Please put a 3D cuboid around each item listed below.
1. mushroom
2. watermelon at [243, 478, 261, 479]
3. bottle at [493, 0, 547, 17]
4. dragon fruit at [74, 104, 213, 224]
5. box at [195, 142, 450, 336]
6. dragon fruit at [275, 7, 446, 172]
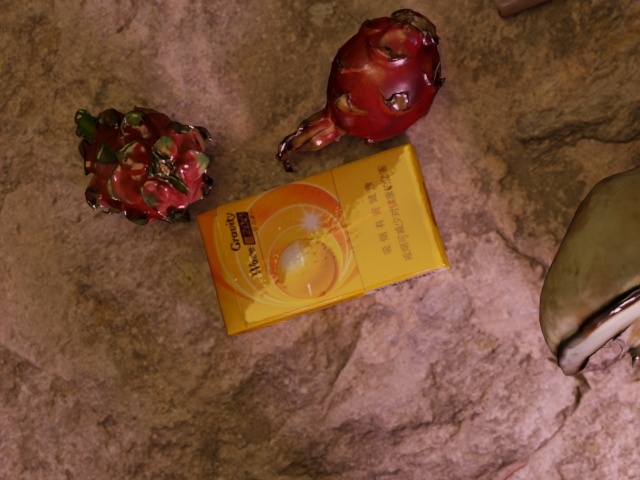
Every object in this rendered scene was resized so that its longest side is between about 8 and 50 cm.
[{"bbox_3d":[0.331,0.009,1.576,0.267,0.189,0.164,-33,60,12],"label":"mushroom"},{"bbox_3d":[-0.048,0.354,1.709,0.180,0.081,0.094,34,118,24],"label":"watermelon"},{"bbox_3d":[0.242,-0.287,1.719,0.096,0.045,0.045,-18,77,11],"label":"bottle"},{"bbox_3d":[-0.223,-0.091,1.793,0.236,0.135,0.137,13,85,39],"label":"dragon fruit"},{"bbox_3d":[0.000,0.000,1.749,0.269,0.043,0.152,-19,77,12],"label":"box"},{"bbox_3d":[0.040,-0.160,1.726,0.246,0.125,0.125,-36,93,19],"label":"dragon fruit"}]
